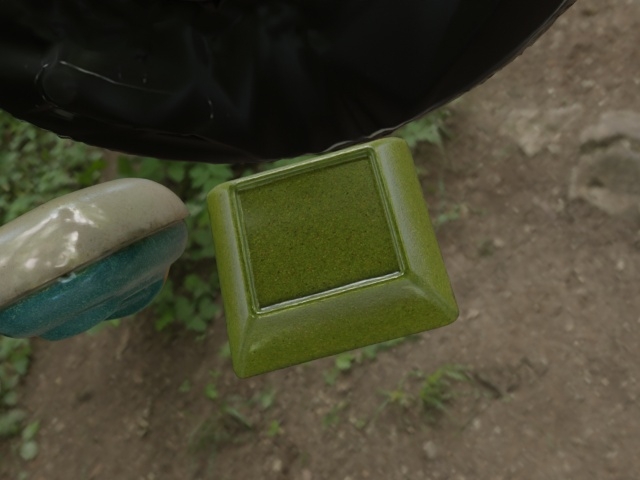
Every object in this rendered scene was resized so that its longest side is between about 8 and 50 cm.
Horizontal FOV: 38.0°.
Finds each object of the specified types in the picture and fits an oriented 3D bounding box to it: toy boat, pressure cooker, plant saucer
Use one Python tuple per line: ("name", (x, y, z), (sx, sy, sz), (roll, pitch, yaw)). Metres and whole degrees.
("toy boat", (-0.263, 0.056, 0.892), (0.318, 0.148, 0.267), (-26, 4, 16))
("pressure cooker", (-0.031, -0.288, 0.442), (0.420, 0.370, 0.375), (-85, -4, -51))
("plant saucer", (0.000, 0.000, 0.770), (0.189, 0.045, 0.188), (-15, 59, 4))
